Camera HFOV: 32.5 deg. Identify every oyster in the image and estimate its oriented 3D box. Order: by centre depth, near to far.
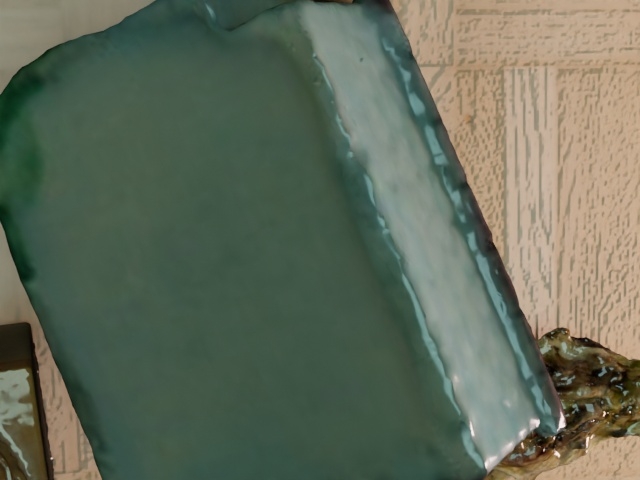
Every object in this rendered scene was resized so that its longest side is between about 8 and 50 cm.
[{"bbox_3d":[0.149,0.109,0.736,0.165,0.053,0.108,-24,91,-3],"label":"oyster"}]

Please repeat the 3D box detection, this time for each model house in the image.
[{"bbox_3d":[0.000,0.000,0.635,0.230,0.248,0.281,-21,89,29],"label":"model house"}]

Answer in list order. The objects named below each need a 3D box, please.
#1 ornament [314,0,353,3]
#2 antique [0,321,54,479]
[{"bbox_3d":[0.038,-0.249,0.660,0.245,0.061,0.230,30,87,-14],"label":"ornament"},{"bbox_3d":[-0.223,0.134,0.598,0.151,0.148,0.147,-9,100,-15],"label":"antique"}]
